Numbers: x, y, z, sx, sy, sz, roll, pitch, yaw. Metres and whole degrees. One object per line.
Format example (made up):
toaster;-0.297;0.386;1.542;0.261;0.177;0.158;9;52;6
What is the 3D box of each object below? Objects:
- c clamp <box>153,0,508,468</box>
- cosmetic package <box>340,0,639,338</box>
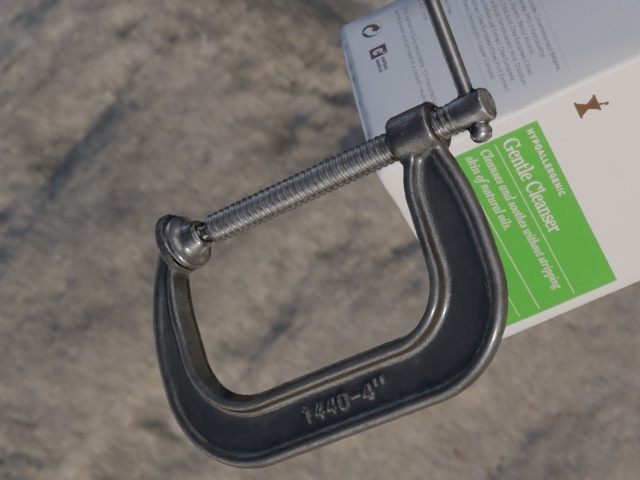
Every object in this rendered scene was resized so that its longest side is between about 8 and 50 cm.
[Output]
c clamp;0.000;0.000;0.629;0.160;0.022;0.137;-30;76;27
cosmetic package;0.221;-0.107;1.174;0.365;0.197;0.155;-24;44;12
